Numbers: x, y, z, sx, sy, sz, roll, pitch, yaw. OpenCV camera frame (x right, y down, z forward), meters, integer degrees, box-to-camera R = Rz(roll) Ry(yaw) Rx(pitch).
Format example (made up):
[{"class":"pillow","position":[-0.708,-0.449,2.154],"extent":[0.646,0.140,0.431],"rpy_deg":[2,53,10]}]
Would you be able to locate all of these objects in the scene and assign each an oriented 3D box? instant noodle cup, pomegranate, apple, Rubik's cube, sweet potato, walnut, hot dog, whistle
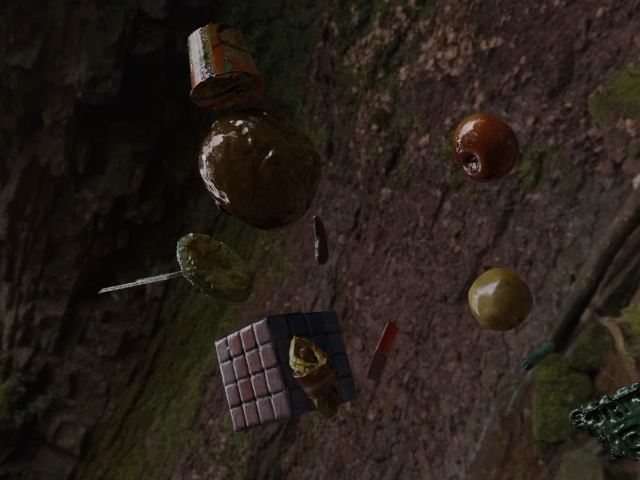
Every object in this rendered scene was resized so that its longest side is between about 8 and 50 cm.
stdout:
[{"class":"instant noodle cup","position":[-0.303,-0.539,1.530],"extent":[0.230,0.231,0.182],"rpy_deg":[33,-137,-80]},{"class":"pomegranate","position":[0.642,0.214,1.766],"extent":[0.233,0.233,0.233],"rpy_deg":[19,-90,-80]},{"class":"apple","position":[0.543,-0.301,1.656],"extent":[0.173,0.235,0.210],"rpy_deg":[-46,-4,-24]},{"class":"Rubik's cube","position":[-0.125,0.462,1.787],"extent":[0.337,0.344,0.344],"rpy_deg":[2,-112,-46]},{"class":"sweet potato","position":[0.000,-0.002,2.260],"extent":[0.081,0.062,0.232],"rpy_deg":[-65,-30,-84]},{"class":"walnut","position":[-0.188,-0.223,1.549],"extent":[0.308,0.397,0.354],"rpy_deg":[-40,3,45]},{"class":"hot dog","position":[-0.006,0.392,1.449],"extent":[0.123,0.261,0.093],"rpy_deg":[-36,3,-38]},{"class":"whistle","position":[0.829,0.441,1.882],"extent":[0.186,0.039,0.039],"rpy_deg":[-22,-41,-34]}]

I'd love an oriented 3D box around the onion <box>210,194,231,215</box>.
[{"class":"onion","position":[-0.303,-0.262,2.037],"extent":[0.353,0.354,0.353],"rpy_deg":[19,-90,-80]}]

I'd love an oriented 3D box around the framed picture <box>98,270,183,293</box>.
[{"class":"framed picture","position":[-0.627,0.144,1.833],"extent":[0.232,0.297,0.019],"rpy_deg":[-17,-85,-77]}]

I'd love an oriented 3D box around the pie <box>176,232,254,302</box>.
[{"class":"pie","position":[-0.349,0.097,1.656],"extent":[0.071,0.306,0.306],"rpy_deg":[-52,-1,25]}]

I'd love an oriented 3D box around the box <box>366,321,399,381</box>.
[{"class":"box","position":[0.213,0.386,1.705],"extent":[0.229,0.050,0.122],"rpy_deg":[96,-162,-52]}]

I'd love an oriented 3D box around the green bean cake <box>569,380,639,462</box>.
[{"class":"green bean cake","position":[0.676,0.426,1.065],"extent":[0.194,0.208,0.107],"rpy_deg":[-32,-32,12]}]
